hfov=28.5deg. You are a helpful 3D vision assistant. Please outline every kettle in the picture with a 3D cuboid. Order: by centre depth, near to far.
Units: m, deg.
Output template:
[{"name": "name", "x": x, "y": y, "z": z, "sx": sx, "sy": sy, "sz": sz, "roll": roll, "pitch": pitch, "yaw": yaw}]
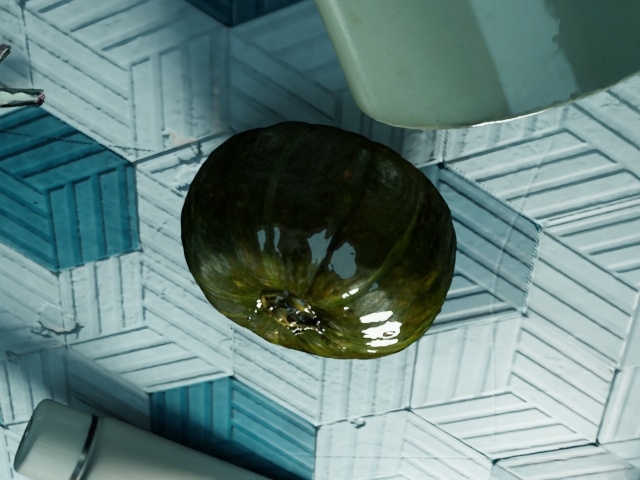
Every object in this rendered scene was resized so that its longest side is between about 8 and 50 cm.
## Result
[{"name": "kettle", "x": 0.107, "y": -0.300, "z": 0.653, "sx": 0.361, "sy": 0.250, "sz": 0.377, "roll": -23, "pitch": 118, "yaw": 10}]

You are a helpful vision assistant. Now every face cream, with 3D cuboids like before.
[{"name": "face cream", "x": -0.158, "y": 0.256, "z": 1.303, "sx": 0.314, "sy": 0.089, "sz": 0.143, "roll": 25, "pitch": 132, "yaw": -13}]

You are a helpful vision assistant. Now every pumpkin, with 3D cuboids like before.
[{"name": "pumpkin", "x": 0.000, "y": 0.000, "z": 0.977, "sx": 0.223, "sy": 0.157, "sz": 0.224, "roll": 15, "pitch": 149, "yaw": 9}]

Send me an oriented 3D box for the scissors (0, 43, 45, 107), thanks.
[{"name": "scissors", "x": -0.318, "y": -0.119, "z": 1.074, "sx": 0.187, "sy": 0.020, "sz": 0.134, "roll": -13, "pitch": 127, "yaw": 30}]
